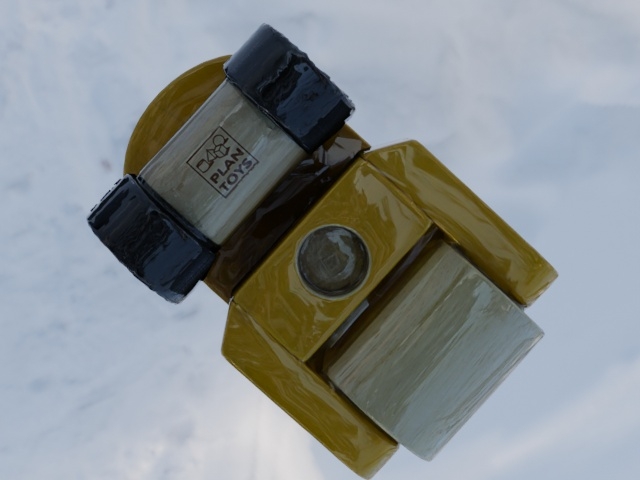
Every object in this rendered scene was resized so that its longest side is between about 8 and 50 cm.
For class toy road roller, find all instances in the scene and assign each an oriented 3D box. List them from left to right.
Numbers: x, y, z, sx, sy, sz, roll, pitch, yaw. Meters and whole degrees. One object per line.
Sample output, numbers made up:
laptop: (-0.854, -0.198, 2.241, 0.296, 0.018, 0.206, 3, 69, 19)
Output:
toy road roller: (0.000, 0.000, 1.126, 0.202, 0.329, 0.240, -48, -178, 3)
